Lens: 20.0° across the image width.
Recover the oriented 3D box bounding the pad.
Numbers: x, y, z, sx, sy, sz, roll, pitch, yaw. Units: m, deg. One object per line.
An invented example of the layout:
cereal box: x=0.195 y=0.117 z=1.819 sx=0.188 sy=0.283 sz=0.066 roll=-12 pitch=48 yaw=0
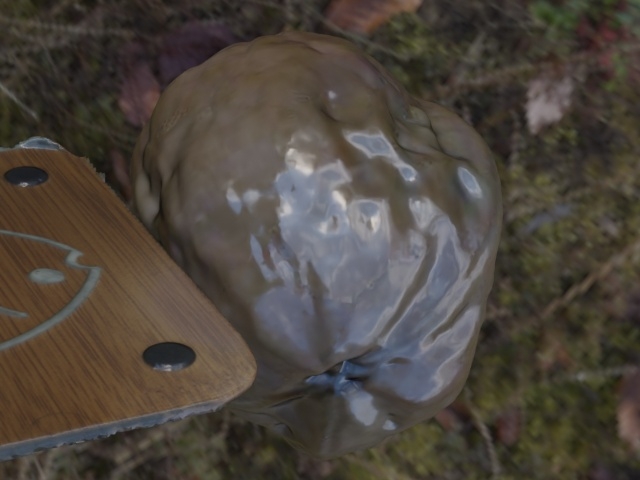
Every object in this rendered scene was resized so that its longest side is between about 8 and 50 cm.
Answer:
pad: x=-0.205 y=0.028 z=0.862 sx=0.284 sy=0.286 sz=0.018 roll=-9 pitch=121 yaw=-26

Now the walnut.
walnut: x=-0.002 y=-0.001 z=1.159 sx=0.273 sy=0.273 sz=0.227 roll=26 pitch=121 yaw=-29
